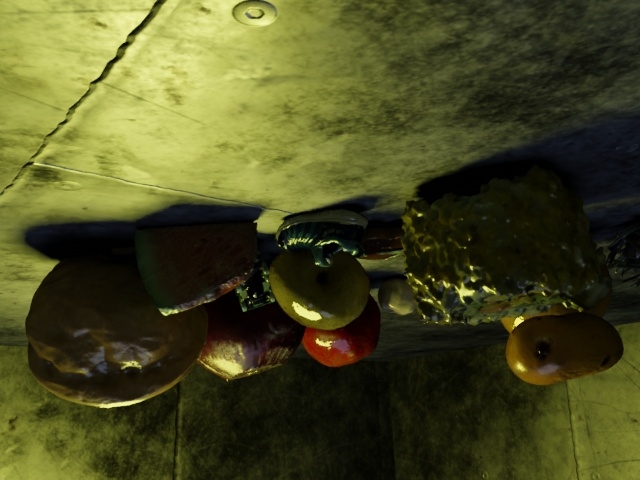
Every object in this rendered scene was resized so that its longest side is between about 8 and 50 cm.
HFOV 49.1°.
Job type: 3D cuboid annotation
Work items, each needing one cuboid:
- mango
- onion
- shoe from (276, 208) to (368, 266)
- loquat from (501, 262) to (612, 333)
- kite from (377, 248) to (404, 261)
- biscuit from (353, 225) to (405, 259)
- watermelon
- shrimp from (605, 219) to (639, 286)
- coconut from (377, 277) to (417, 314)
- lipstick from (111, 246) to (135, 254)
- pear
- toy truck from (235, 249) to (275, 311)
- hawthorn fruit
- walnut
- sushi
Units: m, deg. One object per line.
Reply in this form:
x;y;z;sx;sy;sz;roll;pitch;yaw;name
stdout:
0.444;0.190;1.265;0.177;0.120;0.294;-23;162;38;mango
-0.204;0.214;1.796;0.336;0.282;0.260;-4;169;3;onion
0.000;0.000;1.403;0.207;0.106;0.091;-6;163;34;shoe
0.519;0.105;1.589;0.274;0.275;0.275;-2;164;-1;loquat
0.189;0.033;1.612;0.137;0.005;0.152;2;167;-21;kite
0.140;0.005;1.564;0.179;0.039;0.236;-4;165;-4;biscuit
-0.236;0.043;1.440;0.256;0.193;0.140;-18;164;4;watermelon
0.714;0.009;1.539;0.172;0.137;0.372;37;147;-5;shrimp
0.231;0.162;2.018;0.124;0.110;0.110;15;157;-31;coconut
-0.420;0.022;1.572;0.094;0.019;0.019;-2;164;-1;lipstick
-0.005;0.098;1.552;0.228;0.188;0.211;26;163;-3;pear
-0.167;0.073;1.617;0.085;0.116;0.191;-19;148;-8;toy truck
0.044;0.214;2.000;0.254;0.254;0.300;-6;140;13;hawthorn fruit
-0.472;0.194;1.591;0.383;0.384;0.383;-2;164;-1;walnut
0.348;0.028;1.318;0.351;0.240;0.396;-11;165;25;sushi
